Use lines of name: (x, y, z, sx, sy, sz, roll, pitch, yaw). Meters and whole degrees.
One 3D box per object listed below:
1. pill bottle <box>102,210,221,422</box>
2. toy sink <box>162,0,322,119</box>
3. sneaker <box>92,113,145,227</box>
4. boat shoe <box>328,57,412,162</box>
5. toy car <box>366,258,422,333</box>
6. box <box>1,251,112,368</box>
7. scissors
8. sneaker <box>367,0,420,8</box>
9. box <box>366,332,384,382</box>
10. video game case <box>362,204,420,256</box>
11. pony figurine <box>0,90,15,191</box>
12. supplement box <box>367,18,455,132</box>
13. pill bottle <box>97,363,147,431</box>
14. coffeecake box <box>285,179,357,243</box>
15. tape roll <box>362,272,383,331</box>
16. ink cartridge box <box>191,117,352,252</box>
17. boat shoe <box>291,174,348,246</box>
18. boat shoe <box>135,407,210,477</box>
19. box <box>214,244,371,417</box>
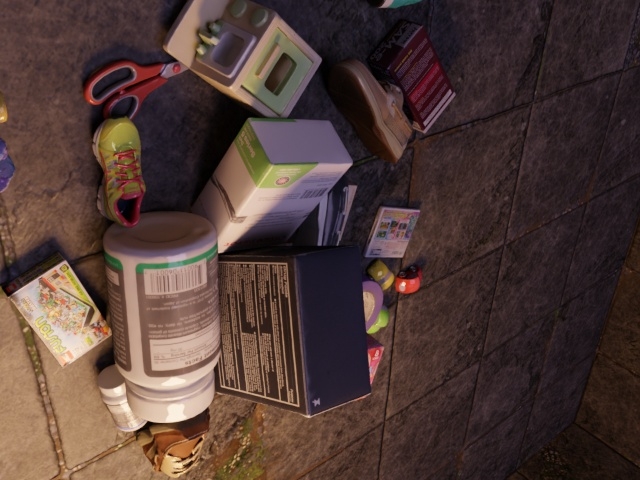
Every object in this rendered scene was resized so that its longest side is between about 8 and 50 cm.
pill bottle: (-0.290, 0.144, 1.282, 0.204, 0.204, 0.361, -16, 120, -37)
toy sink: (-0.128, -0.326, 1.196, 0.153, 0.131, 0.234, -58, 146, 1)
sneaker: (-0.334, -0.114, 1.172, 0.081, 0.094, 0.209, -19, 132, -34)
boat shoe: (0.118, -0.301, 1.495, 0.110, 0.121, 0.341, -55, 150, -8)
toy car: (0.188, 0.169, 1.913, 0.239, 0.053, 0.225, 11, 107, -47)
box: (-0.474, 0.130, 1.247, 0.114, 0.036, 0.207, -37, 136, -21)
scissors: (-0.268, -0.300, 1.178, 0.297, 0.021, 0.109, -38, 137, -20)
sneaker: (0.207, -0.608, 1.361, 0.178, 0.124, 0.296, -9, 129, -35)
box: (-0.022, 0.231, 1.556, 0.154, 0.300, 0.142, -1, 116, -44)
video game case: (0.190, -0.022, 1.817, 0.157, 0.019, 0.143, 2, 114, -44)
pony figurine: (-0.582, -0.115, 0.839, 0.363, 0.302, 0.351, -18, 95, -32)
supplement box: (0.213, -0.372, 1.566, 0.130, 0.073, 0.239, -51, 141, -7)
pill bottle: (-0.407, 0.324, 1.409, 0.078, 0.078, 0.137, -32, 134, -26)
coffeecake box: (-0.021, -0.072, 1.536, 0.185, 0.068, 0.142, -3, 118, -43)
tape roll: (0.069, 0.171, 1.778, 0.189, 0.080, 0.189, -25, 130, -33)
ink cartridge box: (-0.100, -0.104, 1.316, 0.198, 0.115, 0.273, -7, 151, -42)
boat shoe: (0.000, 0.000, 1.465, 0.091, 0.114, 0.303, -8, 124, -34)
boat shoe: (-0.294, 0.425, 1.429, 0.122, 0.120, 0.324, -17, 169, -29)
box: (-0.068, 0.163, 1.352, 0.182, 0.294, 0.297, -8, 95, -42)
